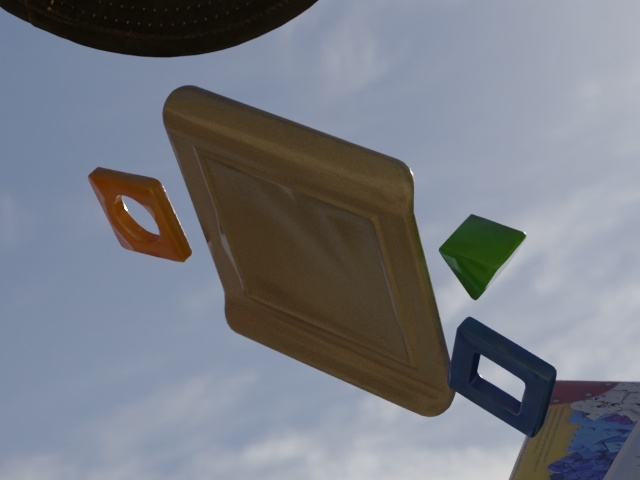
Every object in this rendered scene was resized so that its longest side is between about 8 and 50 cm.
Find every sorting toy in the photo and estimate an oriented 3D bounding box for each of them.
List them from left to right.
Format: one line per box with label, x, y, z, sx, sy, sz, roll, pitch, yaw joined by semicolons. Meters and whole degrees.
sorting toy;0.000;0.000;1.139;0.348;0.047;0.196;22;-38;31

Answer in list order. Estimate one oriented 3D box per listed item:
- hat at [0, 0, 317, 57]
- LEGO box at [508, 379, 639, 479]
hat;-0.087;-0.271;1.025;0.331;0.331;0.134;-8;13;-4
LEGO box;0.292;0.266;1.195;0.372;0.193;0.500;0;17;15
